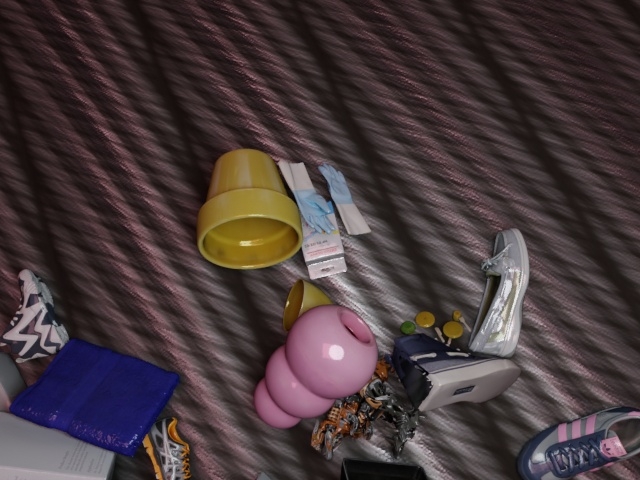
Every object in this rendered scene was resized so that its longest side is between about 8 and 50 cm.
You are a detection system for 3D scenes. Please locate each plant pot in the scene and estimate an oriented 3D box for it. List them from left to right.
[{"bbox_3d":[-0.180,-0.089,1.215,0.254,0.254,0.238,-9,60,1],"label":"plant pot"},{"bbox_3d":[-0.023,0.170,1.199,0.095,0.134,0.134,17,76,-17],"label":"plant pot"},{"bbox_3d":[0.129,0.586,0.999,0.188,0.188,0.166,11,105,-10],"label":"plant pot"}]

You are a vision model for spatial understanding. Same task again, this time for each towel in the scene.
[{"bbox_3d":[-0.520,0.367,1.149,0.309,0.076,0.227,15,39,9],"label":"towel"}]

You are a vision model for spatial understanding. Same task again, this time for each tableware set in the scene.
[{"bbox_3d":[0.283,0.216,1.204,0.154,0.024,0.104,-20,45,-5],"label":"tableware set"}]

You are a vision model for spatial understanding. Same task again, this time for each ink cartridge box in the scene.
[{"bbox_3d":[0.000,0.000,1.263,0.105,0.061,0.181,-14,75,-2],"label":"ink cartridge box"}]

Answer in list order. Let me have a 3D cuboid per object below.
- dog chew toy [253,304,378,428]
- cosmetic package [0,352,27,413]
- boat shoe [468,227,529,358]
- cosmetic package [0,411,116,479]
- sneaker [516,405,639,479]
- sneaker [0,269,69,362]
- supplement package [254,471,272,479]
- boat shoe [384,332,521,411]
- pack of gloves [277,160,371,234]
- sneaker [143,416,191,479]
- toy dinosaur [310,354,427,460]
[{"bbox_3d":[-0.027,0.298,1.091,0.206,0.207,0.331,46,111,12],"label":"dog chew toy"},{"bbox_3d":[-0.792,0.403,1.184,0.127,0.107,0.237,-33,74,-6],"label":"cosmetic package"},{"bbox_3d":[0.433,0.120,1.186,0.103,0.118,0.319,10,83,1],"label":"boat shoe"},{"bbox_3d":[-0.647,0.486,1.024,0.386,0.217,0.156,14,93,-13],"label":"cosmetic package"},{"bbox_3d":[0.597,0.457,1.082,0.319,0.131,0.112,-26,76,-3],"label":"sneaker"},{"bbox_3d":[-0.760,0.201,1.234,0.153,0.094,0.234,-27,86,-13],"label":"sneaker"},{"bbox_3d":[-0.083,0.681,1.038,0.293,0.175,0.177,38,82,10],"label":"supplement package"},{"bbox_3d":[0.305,0.279,1.110,0.158,0.341,0.127,53,125,43],"label":"boat shoe"},{"bbox_3d":[0.021,-0.119,1.236,0.195,0.046,0.231,-7,61,-38],"label":"pack of gloves"},{"bbox_3d":[-0.343,0.518,1.142,0.083,0.084,0.214,-30,75,-10],"label":"sneaker"},{"bbox_3d":[0.124,0.376,1.125,0.218,0.164,0.321,36,91,26],"label":"toy dinosaur"}]
